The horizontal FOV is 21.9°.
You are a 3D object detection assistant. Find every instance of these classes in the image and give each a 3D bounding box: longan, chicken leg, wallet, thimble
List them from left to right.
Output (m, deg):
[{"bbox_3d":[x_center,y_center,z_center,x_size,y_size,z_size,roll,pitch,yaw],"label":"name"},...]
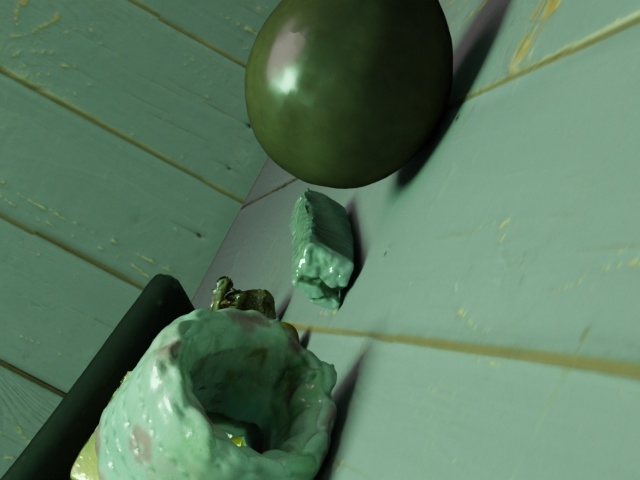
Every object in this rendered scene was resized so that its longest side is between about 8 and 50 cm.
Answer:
[{"bbox_3d":[-0.268,0.258,2.120,0.406,0.062,0.228,-56,-42,-32],"label":"wallet"},{"bbox_3d":[-0.144,0.126,2.115,0.196,0.080,0.125,-42,-22,9],"label":"chicken leg"},{"bbox_3d":[-0.083,0.167,1.444,0.211,0.185,0.149,-15,-31,-49],"label":"thimble"},{"bbox_3d":[0.034,-0.175,1.738,0.248,0.248,0.248,-60,8,13],"label":"longan"}]

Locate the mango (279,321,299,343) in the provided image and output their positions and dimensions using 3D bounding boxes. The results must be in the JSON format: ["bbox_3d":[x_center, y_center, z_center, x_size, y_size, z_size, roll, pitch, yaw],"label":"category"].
[{"bbox_3d":[-0.054,0.132,1.825,0.079,0.057,0.114,-62,-2,31],"label":"mango"}]

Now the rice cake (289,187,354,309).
[{"bbox_3d":[0.000,0.000,1.888,0.063,0.066,0.336,-60,7,12],"label":"rice cake"}]

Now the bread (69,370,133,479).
[{"bbox_3d":[-0.165,0.290,2.051,0.168,0.163,0.264,-65,-27,-13],"label":"bread"}]

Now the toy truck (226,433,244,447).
[{"bbox_3d":[-0.070,0.204,1.667,0.123,0.052,0.063,149,143,-73],"label":"toy truck"}]
